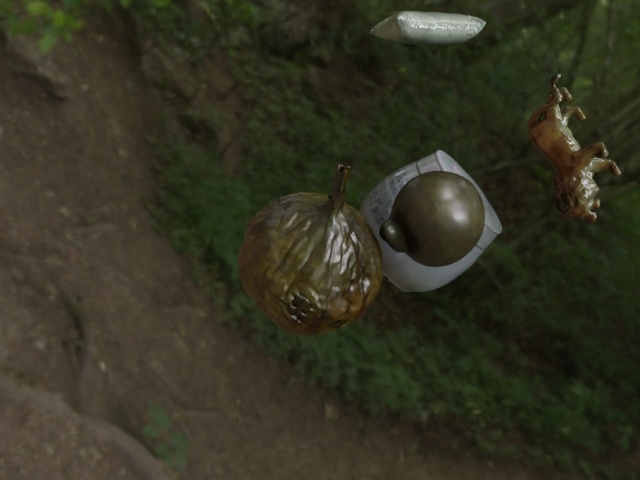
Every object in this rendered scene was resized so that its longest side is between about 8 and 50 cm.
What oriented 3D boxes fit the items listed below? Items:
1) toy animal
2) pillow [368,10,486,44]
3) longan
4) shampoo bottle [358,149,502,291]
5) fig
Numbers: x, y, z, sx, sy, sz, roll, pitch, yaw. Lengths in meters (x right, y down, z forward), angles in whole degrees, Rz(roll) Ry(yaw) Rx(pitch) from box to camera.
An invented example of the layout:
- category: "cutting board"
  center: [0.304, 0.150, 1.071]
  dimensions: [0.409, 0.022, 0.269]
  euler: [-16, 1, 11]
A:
- category: "toy animal"
  center: [0.530, -0.185, 1.929]
  dimensions: [0.312, 0.158, 0.097]
  euler: [58, 16, 4]
- category: "pillow"
  center: [0.251, -0.500, 2.122]
  dimensions: [0.144, 0.254, 0.078]
  euler: [11, -77, 62]
- category: "longan"
  center: [0.209, -0.036, 1.683]
  dimensions: [0.159, 0.204, 0.184]
  euler: [-131, -151, -66]
- category: "shampoo bottle"
  center: [0.239, -0.040, 1.988]
  dimensions: [0.273, 0.266, 0.273]
  euler: [46, 21, -23]
- category: "fig"
  center: [0.000, 0.000, 1.655]
  dimensions: [0.368, 0.286, 0.286]
  euler: [113, -20, -53]
